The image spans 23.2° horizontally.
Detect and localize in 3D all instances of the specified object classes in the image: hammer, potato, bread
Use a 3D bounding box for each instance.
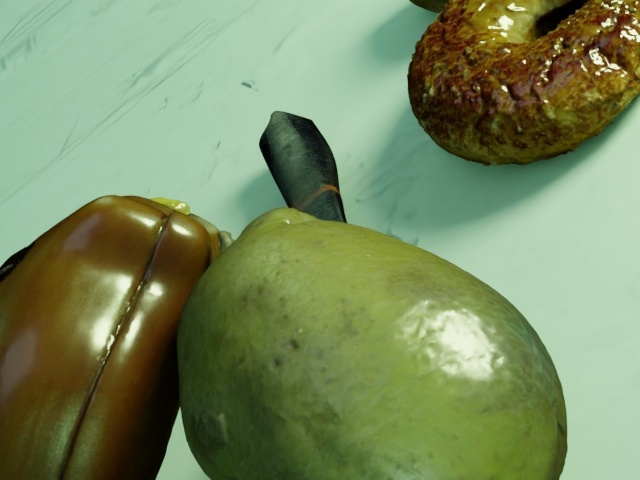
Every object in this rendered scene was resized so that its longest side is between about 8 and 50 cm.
[{"bbox_3d":[0.000,0.000,1.039,0.137,0.037,0.290,-37,35,10],"label":"hammer"},{"bbox_3d":[0.014,0.077,0.828,0.174,0.159,0.251,-34,56,-18],"label":"potato"},{"bbox_3d":[0.137,-0.126,1.006,0.193,0.064,0.193,-26,37,21],"label":"bread"}]

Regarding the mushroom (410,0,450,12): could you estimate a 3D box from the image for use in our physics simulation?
[{"bbox_3d":[0.138,-0.233,1.110,0.210,0.072,0.094,-30,43,20],"label":"mushroom"}]

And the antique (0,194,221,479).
[{"bbox_3d":[-0.152,0.102,0.938,0.223,0.129,0.278,-48,-23,-83],"label":"antique"}]

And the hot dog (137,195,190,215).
[{"bbox_3d":[-0.177,0.039,1.126,0.213,0.103,0.146,-24,39,30],"label":"hot dog"}]
